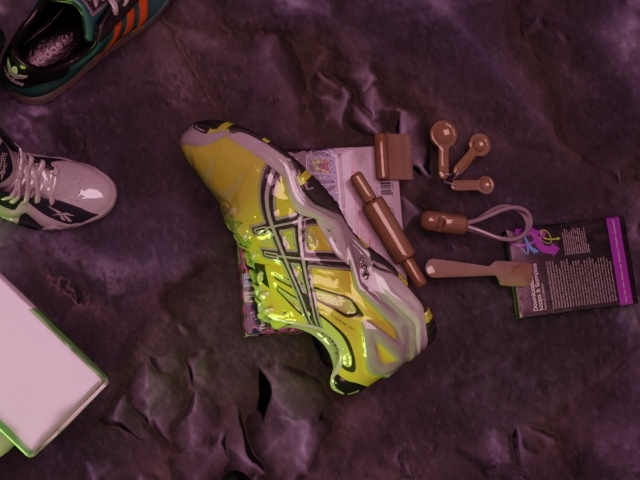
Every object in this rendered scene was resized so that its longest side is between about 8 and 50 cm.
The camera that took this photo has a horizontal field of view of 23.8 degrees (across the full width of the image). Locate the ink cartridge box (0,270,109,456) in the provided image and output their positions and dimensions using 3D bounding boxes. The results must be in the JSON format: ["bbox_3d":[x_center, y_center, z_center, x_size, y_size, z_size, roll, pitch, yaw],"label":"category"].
[{"bbox_3d":[-0.347,0.126,1.688,0.211,0.289,0.121,44,81,-1],"label":"ink cartridge box"}]

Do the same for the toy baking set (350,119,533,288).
[{"bbox_3d":[0.159,-0.035,1.890,0.196,0.030,0.256,-27,89,-17],"label":"toy baking set"}]

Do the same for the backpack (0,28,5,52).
[{"bbox_3d":[-0.591,-0.230,1.733,0.355,0.273,0.290,37,81,-22],"label":"backpack"}]

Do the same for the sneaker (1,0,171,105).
[{"bbox_3d":[-0.265,-0.288,1.843,0.108,0.121,0.302,42,78,-2],"label":"sneaker"}]

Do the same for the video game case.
[{"bbox_3d":[0.000,0.000,1.889,0.210,0.042,0.232,-4,83,-10],"label":"video game case"}]

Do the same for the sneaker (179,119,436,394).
[{"bbox_3d":[-0.036,0.017,1.787,0.147,0.145,0.385,-44,88,-11],"label":"sneaker"}]

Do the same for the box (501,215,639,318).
[{"bbox_3d":[0.319,0.034,1.946,0.162,0.029,0.116,-6,82,-12],"label":"box"}]

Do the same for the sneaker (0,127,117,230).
[{"bbox_3d":[-0.356,-0.073,1.782,0.235,0.153,0.094,15,82,-7],"label":"sneaker"}]

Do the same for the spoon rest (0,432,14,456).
[{"bbox_3d":[-0.479,0.204,1.729,0.276,0.137,0.084,3,69,11],"label":"spoon rest"}]

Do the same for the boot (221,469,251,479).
[{"bbox_3d":[-0.171,0.339,1.784,0.207,0.094,0.246,-43,98,-9],"label":"boot"}]
